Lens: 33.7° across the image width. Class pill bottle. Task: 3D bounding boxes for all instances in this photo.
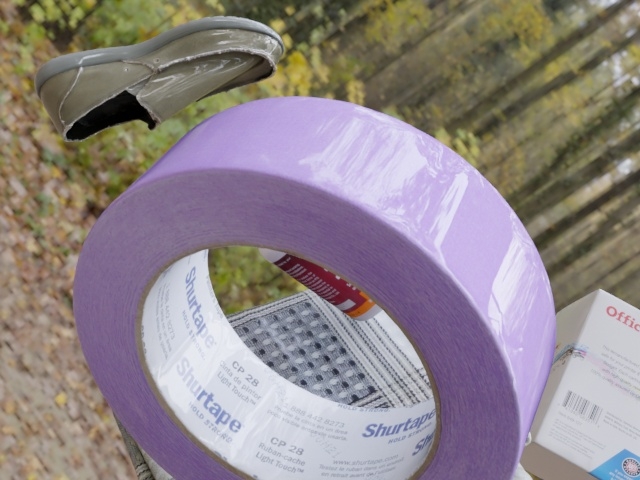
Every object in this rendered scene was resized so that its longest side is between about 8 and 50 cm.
[{"bbox_3d":[0.000,0.000,0.950,0.152,0.086,0.086,34,13,-16],"label":"pill bottle"}]

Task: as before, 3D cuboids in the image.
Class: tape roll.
[{"bbox_3d":[-0.006,0.057,0.625,0.275,0.274,0.090,53,39,-15],"label":"tape roll"}]

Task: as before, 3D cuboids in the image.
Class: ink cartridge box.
[{"bbox_3d":[0.376,0.217,1.432,0.171,0.233,0.168,30,-18,-1],"label":"ink cartridge box"}]

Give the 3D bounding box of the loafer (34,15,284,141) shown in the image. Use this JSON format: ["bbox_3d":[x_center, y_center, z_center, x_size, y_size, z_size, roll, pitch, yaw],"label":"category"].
[{"bbox_3d":[-0.155,-0.150,1.051,0.094,0.251,0.087,73,3,-68],"label":"loafer"}]

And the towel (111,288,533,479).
[{"bbox_3d":[-0.007,0.161,0.922,0.324,0.312,0.056,52,-29,43],"label":"towel"}]
